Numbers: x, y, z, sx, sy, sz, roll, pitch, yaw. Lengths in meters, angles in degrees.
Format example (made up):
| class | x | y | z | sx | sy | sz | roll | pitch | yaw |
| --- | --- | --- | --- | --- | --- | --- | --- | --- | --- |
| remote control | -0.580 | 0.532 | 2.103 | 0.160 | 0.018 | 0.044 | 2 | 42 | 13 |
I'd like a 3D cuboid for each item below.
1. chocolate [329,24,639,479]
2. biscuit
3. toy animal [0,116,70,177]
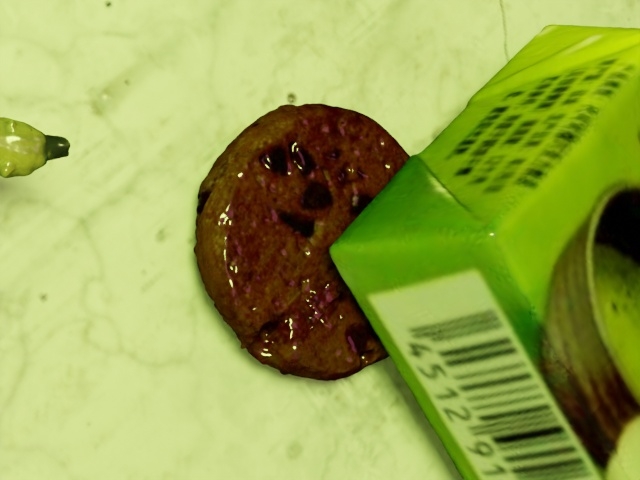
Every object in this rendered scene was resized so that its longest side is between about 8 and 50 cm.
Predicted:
| class | x | y | z | sx | sy | sz | roll | pitch | yaw |
| --- | --- | --- | --- | --- | --- | --- | --- | --- | --- |
| chocolate | 0.193 | 0.035 | 1.017 | 0.289 | 0.137 | 0.301 | -45 | 114 | -35 |
| biscuit | 0.000 | 0.000 | 0.979 | 0.192 | 0.049 | 0.192 | 6 | 81 | -39 |
| toy animal | -0.248 | -0.090 | 0.803 | 0.218 | 0.101 | 0.103 | 40 | 64 | -22 |
